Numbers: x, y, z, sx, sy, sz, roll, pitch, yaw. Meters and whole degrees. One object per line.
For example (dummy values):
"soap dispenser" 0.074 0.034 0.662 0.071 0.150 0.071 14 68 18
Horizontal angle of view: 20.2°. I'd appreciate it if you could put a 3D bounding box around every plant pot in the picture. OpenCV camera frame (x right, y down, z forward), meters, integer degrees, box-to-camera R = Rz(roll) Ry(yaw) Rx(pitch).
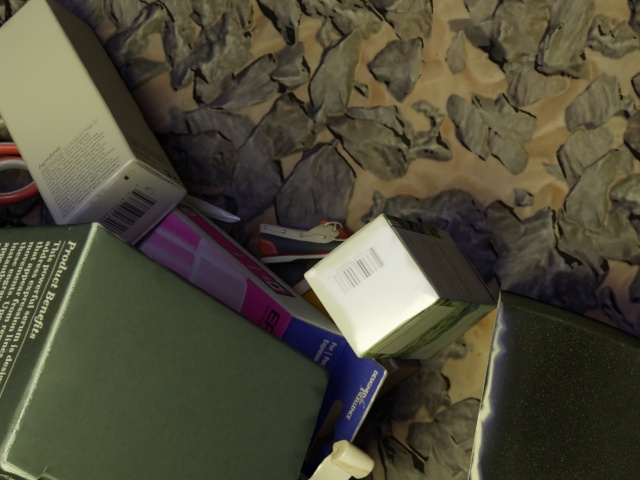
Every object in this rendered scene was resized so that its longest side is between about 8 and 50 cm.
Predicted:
"plant pot" 0.232 0.150 1.654 0.167 0.188 0.187 9 89 8

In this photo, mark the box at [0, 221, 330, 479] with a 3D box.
"box" -0.248 0.144 1.586 0.395 0.293 0.212 -1 62 45

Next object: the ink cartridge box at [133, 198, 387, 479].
"ink cartridge box" -0.098 0.104 1.734 0.371 0.069 0.176 37 106 42

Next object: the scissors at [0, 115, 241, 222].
"scissors" -0.223 -0.077 1.898 0.297 0.021 0.109 5 61 8

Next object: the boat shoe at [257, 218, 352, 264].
"boat shoe" 0.000 0.000 1.809 0.137 0.049 0.043 -4 83 24

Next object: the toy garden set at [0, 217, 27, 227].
"toy garden set" -0.373 -0.032 1.835 0.204 0.244 0.049 25 89 19

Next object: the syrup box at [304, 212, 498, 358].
"syrup box" 0.080 0.047 1.675 0.093 0.237 0.096 -37 77 13

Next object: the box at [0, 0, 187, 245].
"box" -0.248 -0.119 1.825 0.113 0.094 0.275 -41 52 13

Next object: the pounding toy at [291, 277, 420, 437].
"pounding toy" -0.042 0.110 1.789 0.206 0.094 0.181 -37 76 13

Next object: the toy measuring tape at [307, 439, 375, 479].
"toy measuring tape" -0.058 0.324 1.563 0.121 0.121 0.330 43 101 16
